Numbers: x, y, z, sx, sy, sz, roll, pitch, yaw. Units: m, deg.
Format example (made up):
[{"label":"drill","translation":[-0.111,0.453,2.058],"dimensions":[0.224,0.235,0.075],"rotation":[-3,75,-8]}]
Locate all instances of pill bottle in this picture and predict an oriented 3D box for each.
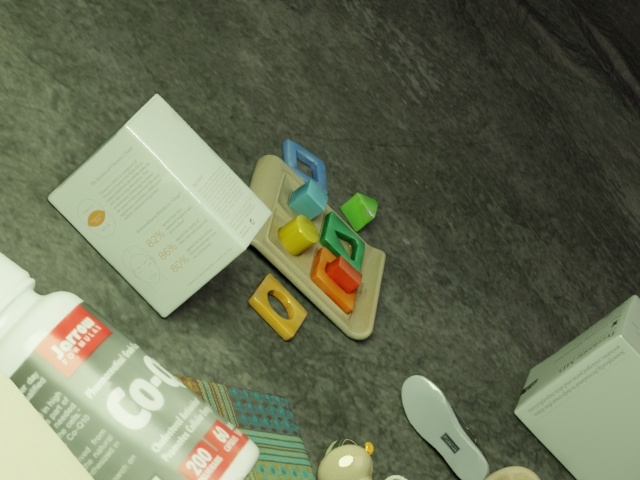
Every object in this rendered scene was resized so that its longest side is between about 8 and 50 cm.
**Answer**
[{"label":"pill bottle","translation":[-0.205,0.145,1.553],"dimensions":[0.283,0.161,0.161],"rotation":[40,29,-1]}]

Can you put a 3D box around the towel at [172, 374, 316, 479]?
[{"label":"towel","translation":[-0.075,0.285,1.725],"dimensions":[0.271,0.040,0.370],"rotation":[18,41,-45]}]

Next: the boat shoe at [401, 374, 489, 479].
[{"label":"boat shoe","translation":[0.139,0.212,2.107],"dimensions":[0.142,0.049,0.040],"rotation":[55,10,6]}]

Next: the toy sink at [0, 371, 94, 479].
[{"label":"toy sink","translation":[-0.246,0.246,1.431],"dimensions":[0.234,0.131,0.153],"rotation":[51,28,-8]}]

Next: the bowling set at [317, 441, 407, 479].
[{"label":"bowling set","translation":[-0.034,0.319,1.570],"dimensions":[0.287,0.200,0.154],"rotation":[-37,79,-19]}]

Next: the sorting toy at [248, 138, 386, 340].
[{"label":"sorting toy","translation":[0.000,0.000,2.151],"dimensions":[0.196,0.047,0.348],"rotation":[40,30,-18]}]

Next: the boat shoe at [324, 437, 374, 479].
[{"label":"boat shoe","translation":[0.035,0.254,1.899],"dimensions":[0.056,0.049,0.152],"rotation":[34,32,-27]}]

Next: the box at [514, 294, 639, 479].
[{"label":"box","translation":[0.367,0.199,2.295],"dimensions":[0.182,0.181,0.119],"rotation":[47,28,-7]}]

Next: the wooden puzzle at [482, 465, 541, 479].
[{"label":"wooden puzzle","translation":[0.158,0.416,1.804],"dimensions":[0.348,0.080,0.322],"rotation":[-22,89,-55]}]

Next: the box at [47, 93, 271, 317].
[{"label":"box","translation":[-0.159,-0.035,1.881],"dimensions":[0.170,0.130,0.091],"rotation":[47,30,-7]}]
